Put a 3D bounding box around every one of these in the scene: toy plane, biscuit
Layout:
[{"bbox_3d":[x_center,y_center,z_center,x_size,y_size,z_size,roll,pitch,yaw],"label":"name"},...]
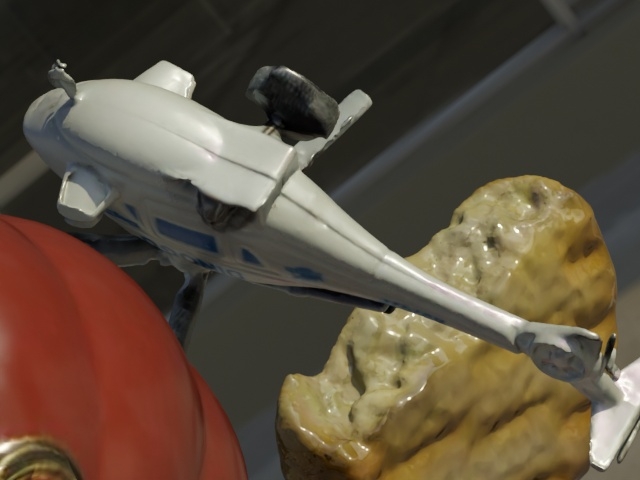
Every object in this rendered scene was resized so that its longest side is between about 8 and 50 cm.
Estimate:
[{"bbox_3d":[-0.004,0.009,0.719,0.182,0.273,0.107,-40,-27,-19],"label":"toy plane"},{"bbox_3d":[0.088,0.103,1.131,0.091,0.213,0.274,10,39,42],"label":"biscuit"}]

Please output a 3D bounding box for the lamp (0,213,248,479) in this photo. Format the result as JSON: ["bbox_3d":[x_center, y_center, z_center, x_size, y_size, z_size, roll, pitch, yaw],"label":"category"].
[{"bbox_3d":[-0.117,0.098,0.460,0.227,0.227,0.227,-38,10,8],"label":"lamp"}]
